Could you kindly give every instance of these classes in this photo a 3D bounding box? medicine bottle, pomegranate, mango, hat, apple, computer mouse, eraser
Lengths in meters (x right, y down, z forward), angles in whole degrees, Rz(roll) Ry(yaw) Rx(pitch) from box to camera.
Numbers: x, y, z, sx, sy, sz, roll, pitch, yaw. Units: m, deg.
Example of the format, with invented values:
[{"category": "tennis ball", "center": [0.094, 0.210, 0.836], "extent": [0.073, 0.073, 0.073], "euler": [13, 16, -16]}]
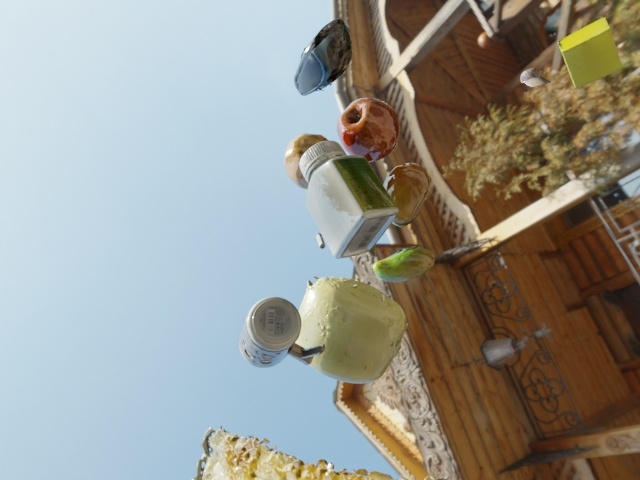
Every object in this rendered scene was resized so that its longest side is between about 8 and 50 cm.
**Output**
[{"category": "medicine bottle", "center": [0.039, -0.081, 0.800], "extent": [0.088, 0.132, 0.188], "euler": [-11, -120, -31]}, {"category": "pomegranate", "center": [-0.034, -0.260, 1.506], "extent": [0.191, 0.191, 0.191], "euler": [17, -126, -25]}, {"category": "mango", "center": [0.280, -0.155, 1.527], "extent": [0.152, 0.221, 0.120], "euler": [22, -159, -2]}, {"category": "hat", "center": [0.607, -0.463, 1.275], "extent": [0.058, 0.042, 0.087], "euler": [-22, -146, -18]}, {"category": "apple", "center": [0.168, -0.385, 1.578], "extent": [0.201, 0.218, 0.218], "euler": [32, -135, -44]}, {"category": "computer mouse", "center": [0.014, -0.449, 1.149], "extent": [0.137, 0.233, 0.096], "euler": [-40, -92, -22]}, {"category": "eraser", "center": [0.589, -0.406, 0.988], "extent": [0.122, 0.097, 0.045], "euler": [35, -133, -41]}, {"category": "mango", "center": [0.301, 0.085, 1.616], "extent": [0.233, 0.125, 0.111], "euler": [-7, -143, -14]}]

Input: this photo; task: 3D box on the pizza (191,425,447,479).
[{"category": "pizza", "center": [-0.033, 0.442, 0.501], "extent": [0.080, 0.435, 0.391], "euler": [38, -124, -41]}]

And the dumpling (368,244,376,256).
[{"category": "dumpling", "center": [0.158, -0.074, 1.761], "extent": [0.166, 0.086, 0.332], "euler": [44, -149, -21]}]

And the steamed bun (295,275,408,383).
[{"category": "steamed bun", "center": [0.065, 0.219, 1.096], "extent": [0.273, 0.231, 0.166], "euler": [25, -159, -4]}]

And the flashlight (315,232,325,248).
[{"category": "flashlight", "center": [0.000, 0.000, 1.495], "extent": [0.018, 0.018, 0.083], "euler": [35, -164, -23]}]

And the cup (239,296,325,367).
[{"category": "cup", "center": [-0.057, 0.131, 0.589], "extent": [0.074, 0.099, 0.102], "euler": [-35, -104, -27]}]
